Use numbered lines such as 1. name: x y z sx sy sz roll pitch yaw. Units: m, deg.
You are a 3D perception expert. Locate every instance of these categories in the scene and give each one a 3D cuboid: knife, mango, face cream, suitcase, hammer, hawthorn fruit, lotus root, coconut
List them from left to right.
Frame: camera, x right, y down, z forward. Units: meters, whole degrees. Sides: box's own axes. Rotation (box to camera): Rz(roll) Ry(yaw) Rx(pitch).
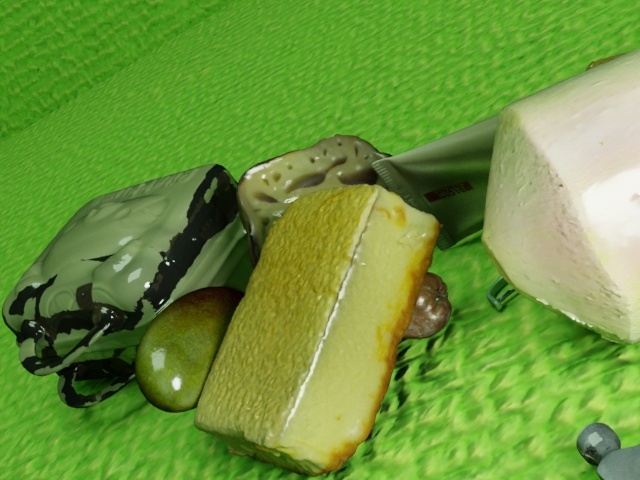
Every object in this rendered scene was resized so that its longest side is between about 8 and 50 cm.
1. suitcase: -0.255 0.061 1.513 0.352 0.194 0.339 -12 35 43
2. mango: -0.117 0.116 1.269 0.111 0.133 0.267 -46 -3 20
3. lotus root: 0.001 0.000 1.358 0.188 0.199 0.180 -15 -17 -11
4. hawthorn fruit: 0.086 0.074 1.188 0.103 0.066 0.066 -24 26 30
5. face cream: 0.224 -0.094 1.188 0.341 0.137 0.084 -25 29 35
6. knife: 0.252 -0.003 1.169 0.212 0.015 0.054 -38 16 -3
7. coconut: 0.257 -0.035 0.987 0.245 0.233 0.233 -25 25 8
8. hammer: 0.331 0.102 0.833 0.290 0.037 0.137 -35 23 2

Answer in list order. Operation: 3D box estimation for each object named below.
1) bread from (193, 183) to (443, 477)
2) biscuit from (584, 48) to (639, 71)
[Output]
1. bread: -0.004 0.088 1.141 0.185 0.114 0.274 -3 59 57
2. biscuit: 0.349 -0.199 1.395 0.083 0.018 0.081 -10 34 44
